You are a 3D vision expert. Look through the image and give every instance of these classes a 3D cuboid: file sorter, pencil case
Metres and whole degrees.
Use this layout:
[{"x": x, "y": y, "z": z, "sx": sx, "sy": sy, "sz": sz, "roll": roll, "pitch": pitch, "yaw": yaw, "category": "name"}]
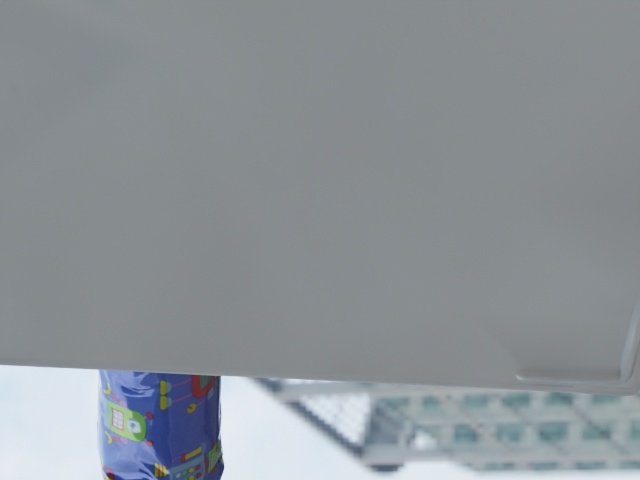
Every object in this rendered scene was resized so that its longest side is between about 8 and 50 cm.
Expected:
[{"x": -0.023, "y": -0.080, "z": 0.671, "sx": 0.173, "sy": 0.278, "sz": 0.192, "roll": -100, "pitch": 16, "yaw": -58, "category": "file sorter"}, {"x": -0.162, "y": 0.112, "z": 1.852, "sx": 0.119, "sy": 0.133, "sz": 0.306, "roll": -51, "pitch": -33, "yaw": -49, "category": "pencil case"}]
